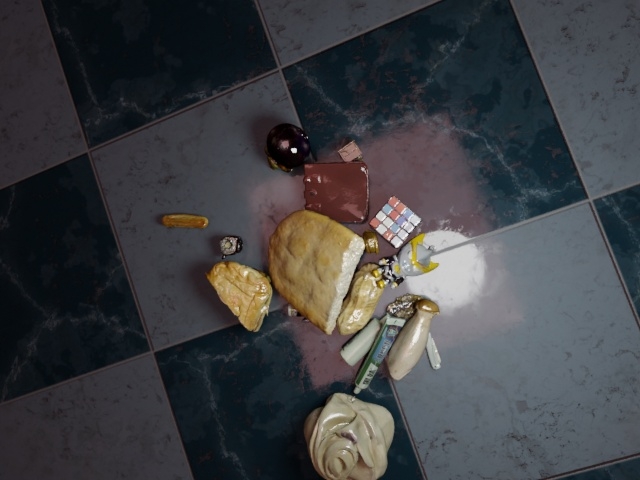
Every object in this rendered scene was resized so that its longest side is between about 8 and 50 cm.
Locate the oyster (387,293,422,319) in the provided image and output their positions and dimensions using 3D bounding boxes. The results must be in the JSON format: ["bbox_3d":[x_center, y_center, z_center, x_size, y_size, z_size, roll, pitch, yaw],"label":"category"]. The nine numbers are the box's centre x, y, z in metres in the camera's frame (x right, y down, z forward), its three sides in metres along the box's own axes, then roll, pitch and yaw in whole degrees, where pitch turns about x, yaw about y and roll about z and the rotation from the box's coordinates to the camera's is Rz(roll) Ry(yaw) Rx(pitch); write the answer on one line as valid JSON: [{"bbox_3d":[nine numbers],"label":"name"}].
[{"bbox_3d":[0.361,0.274,1.752,0.148,0.051,0.103,-42,91,-5],"label":"oyster"}]

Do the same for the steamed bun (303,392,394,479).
[{"bbox_3d":[0.098,0.813,1.682,0.367,0.255,0.343,18,94,10],"label":"steamed bun"}]

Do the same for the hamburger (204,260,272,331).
[{"bbox_3d":[-0.310,0.207,1.796,0.209,0.162,0.330,-40,82,3],"label":"hamburger"}]

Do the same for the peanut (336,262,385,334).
[{"bbox_3d":[0.164,0.248,1.730,0.140,0.153,0.325,27,86,10],"label":"peanut"}]

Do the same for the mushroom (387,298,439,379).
[{"bbox_3d":[0.374,0.401,1.704,0.128,0.128,0.351,24,96,8],"label":"mushroom"}]

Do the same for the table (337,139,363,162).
[{"bbox_3d":[0.133,-0.363,1.783,0.083,0.070,0.082,-34,86,8],"label":"table"}]

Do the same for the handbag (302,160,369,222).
[{"bbox_3d":[0.066,-0.200,1.759,0.275,0.084,0.260,1,108,9],"label":"handbag"}]

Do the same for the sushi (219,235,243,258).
[{"bbox_3d":[-0.393,0.027,1.849,0.094,0.084,0.098,-8,93,5],"label":"sushi"}]

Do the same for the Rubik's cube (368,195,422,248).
[{"bbox_3d":[0.304,-0.073,1.714,0.155,0.151,0.154,42,96,7],"label":"Rubik's cube"}]

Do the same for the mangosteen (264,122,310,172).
[{"bbox_3d":[-0.153,-0.383,1.776,0.230,0.194,0.194,-38,84,27],"label":"mangosteen"}]

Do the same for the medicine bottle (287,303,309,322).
[{"bbox_3d":[-0.027,0.310,1.808,0.220,0.061,0.092,-2,113,8],"label":"medicine bottle"}]

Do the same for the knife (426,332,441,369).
[{"bbox_3d":[0.465,0.456,1.746,0.044,0.023,0.162,-16,87,10],"label":"knife"}]

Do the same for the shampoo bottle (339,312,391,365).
[{"bbox_3d":[0.199,0.407,1.755,0.262,0.085,0.085,-45,84,5],"label":"shampoo bottle"}]

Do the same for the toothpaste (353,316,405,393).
[{"bbox_3d":[0.229,0.478,1.725,0.098,0.061,0.393,13,111,-31],"label":"toothpaste"}]

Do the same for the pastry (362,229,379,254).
[{"bbox_3d":[0.212,0.008,1.753,0.057,0.097,0.109,-10,87,9],"label":"pastry"}]

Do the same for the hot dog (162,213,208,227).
[{"bbox_3d":[-0.610,-0.087,1.901,0.215,0.047,0.066,1,75,9],"label":"hot dog"}]

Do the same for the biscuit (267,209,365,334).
[{"bbox_3d":[-0.047,0.088,1.698,0.446,0.104,0.430,37,118,26],"label":"biscuit"}]

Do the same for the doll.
[{"bbox_3d":[0.348,0.088,1.696,0.316,0.103,0.146,-26,66,-19],"label":"doll"}]
